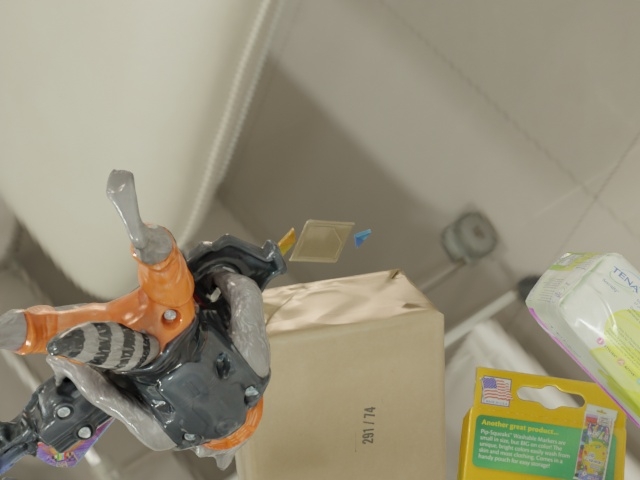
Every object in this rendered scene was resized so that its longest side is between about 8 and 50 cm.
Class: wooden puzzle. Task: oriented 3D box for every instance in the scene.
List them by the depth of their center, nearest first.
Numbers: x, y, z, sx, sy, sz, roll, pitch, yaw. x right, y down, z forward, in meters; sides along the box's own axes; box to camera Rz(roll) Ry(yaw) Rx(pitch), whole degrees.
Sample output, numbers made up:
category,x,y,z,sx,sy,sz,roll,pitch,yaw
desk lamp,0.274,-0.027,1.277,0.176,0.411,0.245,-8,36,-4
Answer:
category,x,y,z,sx,sy,sz,roll,pitch,yaw
wooden puzzle,0.000,0.000,1.705,0.078,0.116,0.014,-56,41,31

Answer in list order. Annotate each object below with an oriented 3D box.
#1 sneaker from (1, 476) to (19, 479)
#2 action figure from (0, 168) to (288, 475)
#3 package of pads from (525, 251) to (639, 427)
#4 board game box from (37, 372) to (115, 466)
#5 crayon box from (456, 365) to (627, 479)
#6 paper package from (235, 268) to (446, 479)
category,x,y,z,sx,sy,sz,roll,pitch,yaw
sneaker,-0.436,0.404,1.890,0.069,0.082,0.209,28,138,4
action figure,-0.174,0.120,1.162,0.330,0.341,0.178,42,-172,-48
package of pads,0.366,0.142,1.502,0.296,0.101,0.229,45,178,0
board game box,-0.386,0.257,2.079,0.133,0.169,0.033,38,174,26
crayon box,0.273,0.336,1.724,0.203,0.323,0.083,8,161,1
paper package,0.021,0.235,2.013,0.168,0.309,0.325,-128,33,-62
